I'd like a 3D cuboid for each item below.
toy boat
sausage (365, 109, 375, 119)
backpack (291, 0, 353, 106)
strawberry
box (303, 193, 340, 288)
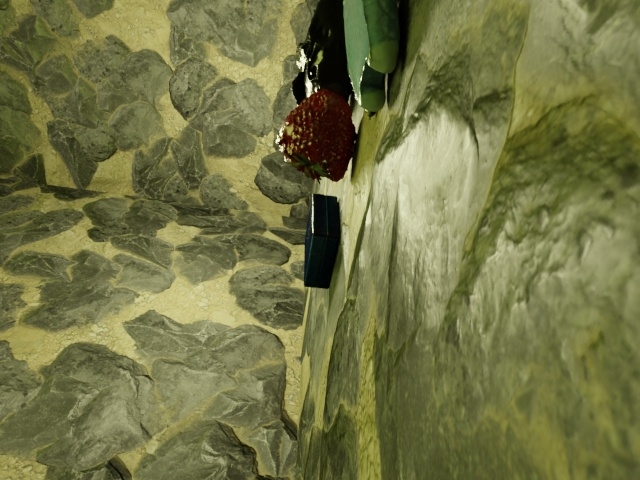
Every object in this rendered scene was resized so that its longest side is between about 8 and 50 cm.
[{"bbox_3d":[0.133,-0.469,0.954,0.215,0.123,0.329,95,169,-65],"label":"toy boat"},{"bbox_3d":[0.143,-0.442,1.068,0.033,0.033,0.268,-153,70,-85],"label":"sausage"},{"bbox_3d":[0.023,-0.665,1.604,0.445,0.255,0.363,98,-178,-49],"label":"backpack"},{"bbox_3d":[-0.001,-0.337,1.391,0.261,0.261,0.257,127,168,-80],"label":"strawberry"},{"bbox_3d":[0.000,0.000,1.636,0.278,0.116,0.261,-92,11,-53],"label":"box"}]
